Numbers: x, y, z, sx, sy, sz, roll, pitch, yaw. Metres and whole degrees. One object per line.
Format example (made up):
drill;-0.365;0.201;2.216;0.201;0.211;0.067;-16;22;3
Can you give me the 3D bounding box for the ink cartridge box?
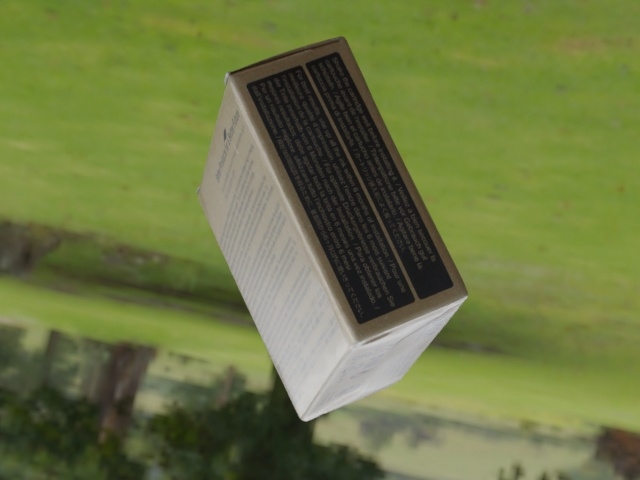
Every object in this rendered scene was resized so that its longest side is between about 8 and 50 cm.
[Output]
ink cartridge box;0.000;0.000;1.137;0.088;0.193;0.235;-21;167;-14
